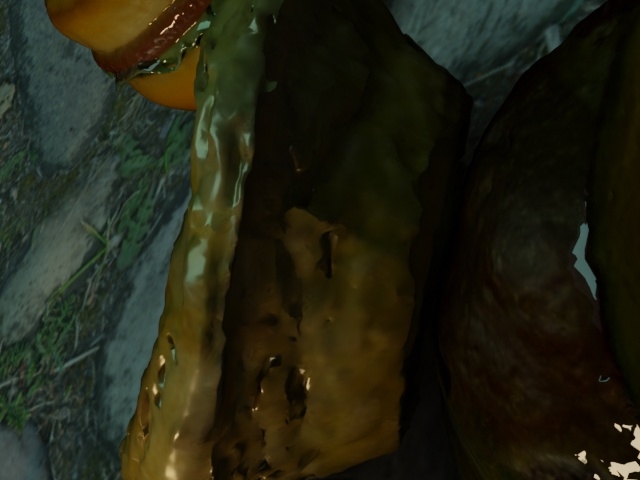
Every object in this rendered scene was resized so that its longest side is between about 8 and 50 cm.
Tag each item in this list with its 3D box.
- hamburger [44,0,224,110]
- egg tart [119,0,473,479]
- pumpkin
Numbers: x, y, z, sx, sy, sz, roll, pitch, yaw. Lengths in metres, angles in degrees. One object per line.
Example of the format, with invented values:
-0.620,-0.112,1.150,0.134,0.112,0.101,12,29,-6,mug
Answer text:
-0.068,-0.200,0.903,0.246,0.170,0.246,-39,28,25,hamburger
-0.001,0.004,0.643,0.129,0.341,0.341,12,70,7,egg tart
0.099,0.006,0.583,0.169,0.148,0.312,-10,54,42,pumpkin
